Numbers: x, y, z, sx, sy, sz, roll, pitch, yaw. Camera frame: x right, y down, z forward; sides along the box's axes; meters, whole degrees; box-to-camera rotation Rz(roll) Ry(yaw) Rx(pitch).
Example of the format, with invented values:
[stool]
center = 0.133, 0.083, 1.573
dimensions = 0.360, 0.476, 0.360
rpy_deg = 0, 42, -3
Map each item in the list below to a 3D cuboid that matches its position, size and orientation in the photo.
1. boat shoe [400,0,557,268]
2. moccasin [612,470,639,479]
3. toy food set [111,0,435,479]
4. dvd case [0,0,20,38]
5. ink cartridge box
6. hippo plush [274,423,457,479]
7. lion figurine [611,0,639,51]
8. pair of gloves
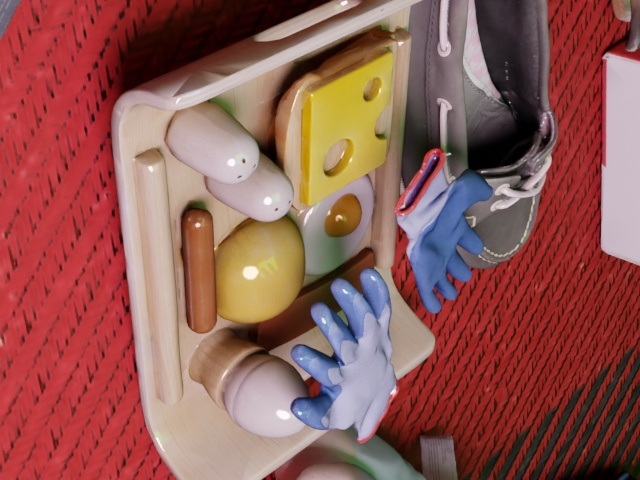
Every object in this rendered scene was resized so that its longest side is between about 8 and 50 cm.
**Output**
[boat shoe]
center = 0.108, -0.095, 0.816
dimensions = 0.112, 0.095, 0.335
rpy_deg = -40, 134, -24
[moccasin]
center = 0.236, 0.301, 1.151
dimensions = 0.342, 0.117, 0.138
rpy_deg = 0, 122, -52
[toy food set]
center = 0.000, 0.000, 0.726
dimensions = 0.219, 0.092, 0.306
rpy_deg = -31, 140, -33
[dvd case]
center = -0.239, -0.106, 0.492
dimensions = 0.238, 0.029, 0.179
rpy_deg = 29, 88, -49
[ink cartridge box]
center = 0.371, -0.114, 1.075
dimensions = 0.273, 0.114, 0.197
rpy_deg = -33, 130, -33
[hippo plush]
center = 0.018, 0.274, 0.874
dimensions = 0.237, 0.234, 0.294
rpy_deg = -52, -176, 12
[lion figurine]
center = 0.344, -0.328, 0.923
dimensions = 0.392, 0.142, 0.240
rpy_deg = -37, 126, -24
[pair of gloves]
center = 0.046, 0.032, 0.739
dimensions = 0.198, 0.023, 0.159
rpy_deg = -58, 155, -14
